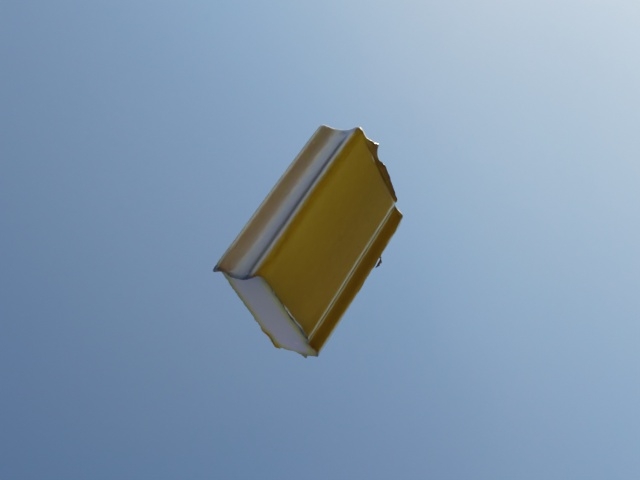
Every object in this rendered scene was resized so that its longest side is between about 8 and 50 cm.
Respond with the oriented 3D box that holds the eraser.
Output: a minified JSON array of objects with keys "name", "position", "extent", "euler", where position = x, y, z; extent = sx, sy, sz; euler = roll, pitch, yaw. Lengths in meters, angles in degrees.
[{"name":"eraser","position":[0.000,0.000,0.831],"extent":[0.226,0.069,0.158],"euler":[-56,-45,-27]}]
